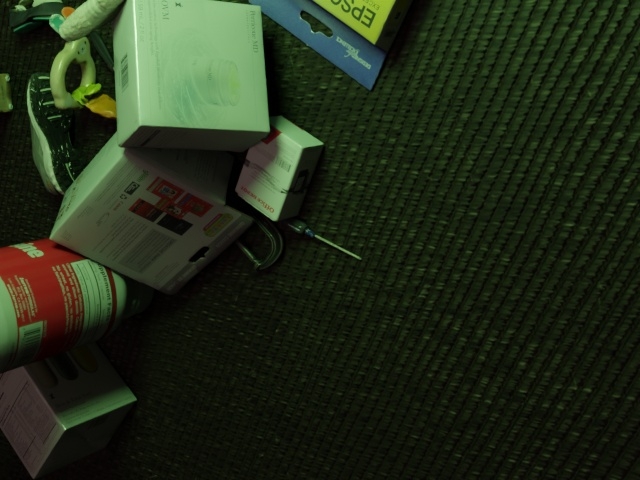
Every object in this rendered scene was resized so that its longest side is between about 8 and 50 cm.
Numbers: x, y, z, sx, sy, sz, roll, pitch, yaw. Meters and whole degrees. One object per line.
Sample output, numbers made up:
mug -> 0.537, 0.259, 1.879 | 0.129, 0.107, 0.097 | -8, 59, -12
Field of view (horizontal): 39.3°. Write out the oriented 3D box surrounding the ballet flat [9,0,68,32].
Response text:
ballet flat -> -0.588, -0.482, 1.878 | 0.203, 0.074, 0.074 | 0, 100, 40

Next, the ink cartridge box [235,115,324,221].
ink cartridge box -> -0.073, -0.126, 1.566 | 0.109, 0.063, 0.150 | 36, 121, 26

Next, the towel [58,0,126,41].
towel -> -0.320, -0.444, 1.551 | 0.187, 0.282, 0.049 | -30, 105, 32

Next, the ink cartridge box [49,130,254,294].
ink cartridge box -> -0.307, -0.063, 1.682 | 0.309, 0.272, 0.130 | -38, 34, 38

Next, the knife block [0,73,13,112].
knife block -> -0.829, -0.323, 1.998 | 0.242, 0.276, 0.088 | -1, 101, 8

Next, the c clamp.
c clamp -> -0.137, -0.004, 1.673 | 0.160, 0.022, 0.137 | 42, 118, 24

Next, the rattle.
rattle -> -0.458, -0.351, 1.779 | 0.143, 0.130, 0.200 | 20, 107, 36

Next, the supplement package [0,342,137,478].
supplement package -> -0.586, 0.337, 1.980 | 0.263, 0.199, 0.198 | 49, 125, 19

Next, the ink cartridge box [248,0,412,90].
ink cartridge box -> 0.021, -0.445, 1.419 | 0.303, 0.072, 0.307 | 40, 120, 24

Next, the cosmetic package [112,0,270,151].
cosmetic package -> -0.215, -0.273, 1.492 | 0.138, 0.224, 0.224 | -20, 73, 61

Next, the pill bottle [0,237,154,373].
pill bottle -> -0.532, 0.110, 1.753 | 0.229, 0.407, 0.229 | 9, 106, 35

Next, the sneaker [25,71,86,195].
sneaker -> -0.582, -0.223, 1.916 | 0.108, 0.100, 0.271 | -6, 97, 44

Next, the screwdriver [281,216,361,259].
screwdriver -> 0.000, 0.000, 1.566 | 0.170, 0.024, 0.025 | 33, 89, 26

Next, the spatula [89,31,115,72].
spatula -> -0.385, -0.326, 1.757 | 0.296, 0.030, 0.084 | 48, 167, 28
